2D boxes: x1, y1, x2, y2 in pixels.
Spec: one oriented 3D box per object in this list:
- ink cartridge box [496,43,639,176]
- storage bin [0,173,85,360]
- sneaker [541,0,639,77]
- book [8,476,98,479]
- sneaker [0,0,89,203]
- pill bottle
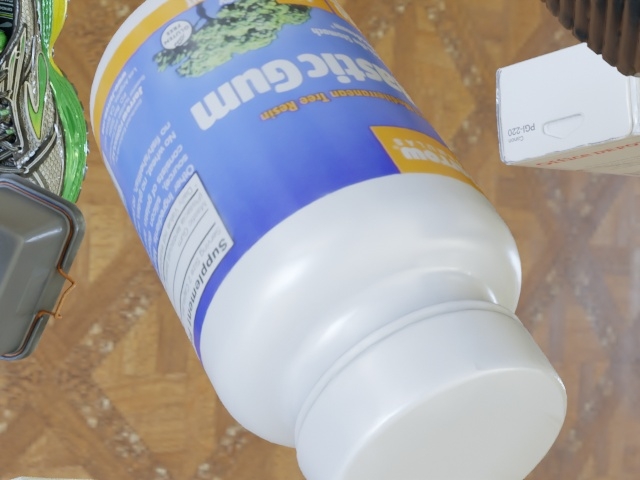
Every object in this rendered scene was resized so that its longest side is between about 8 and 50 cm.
[{"bbox_3d":[0.283,-0.112,1.129,0.217,0.158,0.092,0,83,-36],"label":"ink cartridge box"},{"bbox_3d":[-0.237,0.030,0.947,0.135,0.098,0.091,-65,175,12],"label":"storage bin"},{"bbox_3d":[0.167,-0.129,0.500,0.146,0.330,0.122,-39,164,-3],"label":"sneaker"},{"bbox_3d":[-0.319,0.280,1.393,0.096,0.144,0.035,12,62,-43],"label":"book"},{"bbox_3d":[-0.318,-0.149,1.250,0.146,0.134,0.344,-53,143,-65],"label":"sneaker"},{"bbox_3d":[0.000,0.000,0.614,0.152,0.272,0.152,-18,139,-17],"label":"pill bottle"}]
